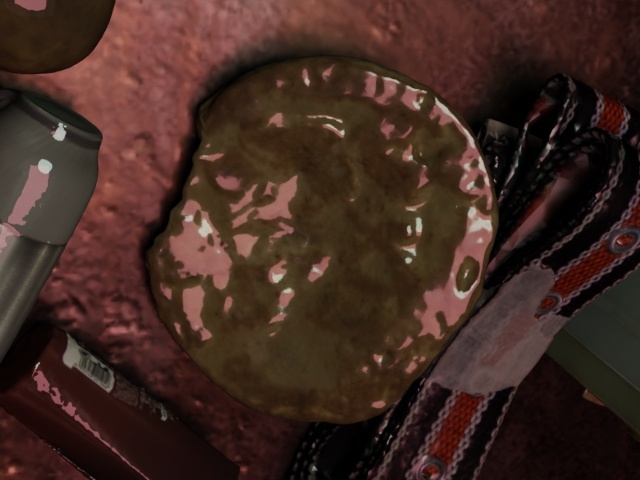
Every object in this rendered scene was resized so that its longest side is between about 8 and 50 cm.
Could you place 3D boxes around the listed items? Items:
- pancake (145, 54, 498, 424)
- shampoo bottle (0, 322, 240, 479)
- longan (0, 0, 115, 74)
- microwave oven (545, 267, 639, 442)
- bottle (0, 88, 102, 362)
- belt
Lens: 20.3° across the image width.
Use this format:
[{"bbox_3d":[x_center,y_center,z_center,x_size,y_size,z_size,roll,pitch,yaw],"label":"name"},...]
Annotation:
[{"bbox_3d":[0.000,0.000,1.130,0.222,0.042,0.236,2,101,4],"label":"pancake"},{"bbox_3d":[-0.108,0.144,1.160,0.067,0.068,0.236,-24,123,40],"label":"shampoo bottle"},{"bbox_3d":[-0.165,-0.154,1.008,0.106,0.106,0.119,10,100,-24],"label":"longan"},{"bbox_3d":[0.380,0.057,1.229,0.355,0.218,0.286,24,101,-27],"label":"microwave oven"},{"bbox_3d":[-0.220,0.029,1.073,0.096,0.079,0.254,32,100,9],"label":"bottle"},{"bbox_3d":[0.102,0.064,1.179,0.094,0.126,0.359,20,107,-39],"label":"belt"}]
